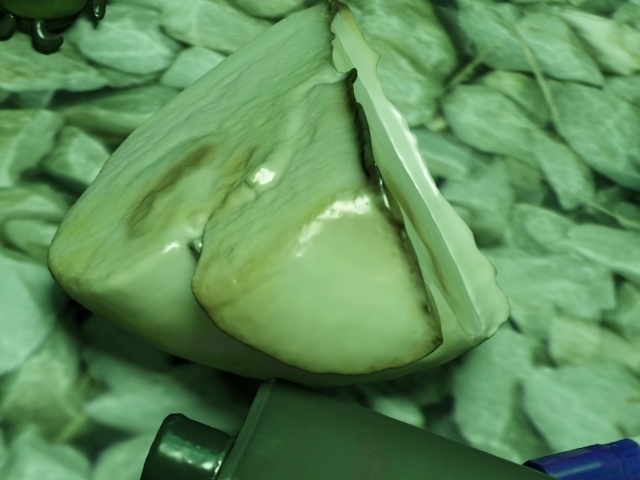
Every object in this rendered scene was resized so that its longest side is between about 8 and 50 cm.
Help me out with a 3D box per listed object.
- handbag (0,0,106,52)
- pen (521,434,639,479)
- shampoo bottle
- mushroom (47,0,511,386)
[{"bbox_3d":[-0.162,-0.165,0.966,0.072,0.047,0.111,16,40,9],"label":"handbag"},{"bbox_3d":[0.217,0.100,0.790,0.269,0.033,0.033,-9,46,-26],"label":"pen"},{"bbox_3d":[0.042,0.133,0.661,0.246,0.079,0.080,19,39,5],"label":"shampoo bottle"},{"bbox_3d":[-0.017,0.019,0.751,0.162,0.173,0.236,52,14,-24],"label":"mushroom"}]
